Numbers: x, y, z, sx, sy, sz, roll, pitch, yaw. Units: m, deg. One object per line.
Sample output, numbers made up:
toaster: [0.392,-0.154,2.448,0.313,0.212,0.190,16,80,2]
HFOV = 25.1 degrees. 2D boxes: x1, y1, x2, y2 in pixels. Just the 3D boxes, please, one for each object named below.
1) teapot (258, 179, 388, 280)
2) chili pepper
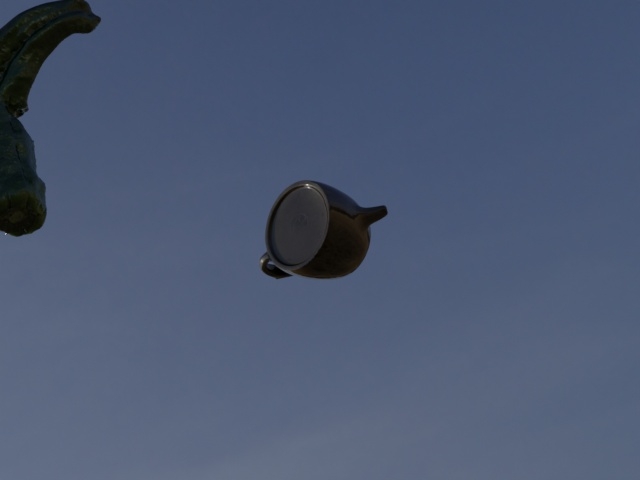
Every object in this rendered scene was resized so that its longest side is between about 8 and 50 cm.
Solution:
teapot: [0.000,0.000,1.139,0.068,0.076,0.121,19,-43,-42]
chili pepper: [-0.205,-0.087,0.976,0.073,0.182,0.050,0,-24,20]
